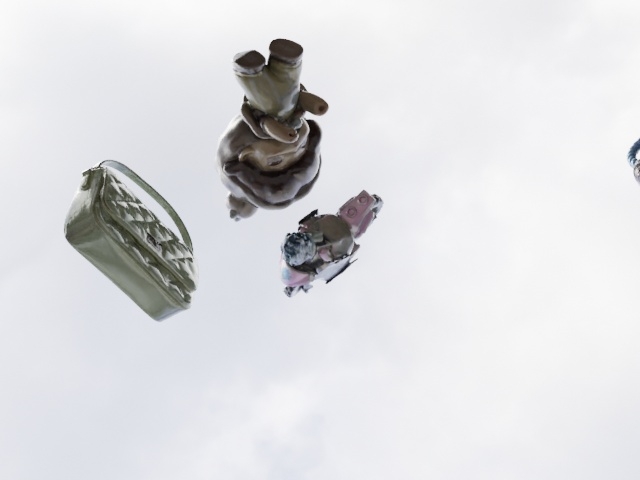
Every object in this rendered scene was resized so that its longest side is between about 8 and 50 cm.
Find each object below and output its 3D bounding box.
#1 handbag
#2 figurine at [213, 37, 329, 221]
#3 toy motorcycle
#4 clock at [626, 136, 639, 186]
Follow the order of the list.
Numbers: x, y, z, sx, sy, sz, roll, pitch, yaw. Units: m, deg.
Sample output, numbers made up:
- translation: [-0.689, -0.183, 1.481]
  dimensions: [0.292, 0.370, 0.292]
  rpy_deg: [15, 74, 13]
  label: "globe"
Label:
- translation: [-0.281, -0.016, 1.251]
  dimensions: [0.079, 0.256, 0.219]
  rpy_deg: [-25, -142, 21]
  label: "handbag"
- translation: [-0.100, -0.210, 1.530]
  dimensions: [0.203, 0.380, 0.248]
  rpy_deg: [36, -122, 22]
  label: "figurine"
- translation: [0.004, 0.004, 1.365]
  dimensions: [0.108, 0.204, 0.239]
  rpy_deg: [30, -87, 20]
  label: "toy motorcycle"
- translation: [0.605, -0.155, 1.317]
  dimensions: [0.195, 0.100, 0.194]
  rpy_deg: [-38, -156, 13]
  label: "clock"
